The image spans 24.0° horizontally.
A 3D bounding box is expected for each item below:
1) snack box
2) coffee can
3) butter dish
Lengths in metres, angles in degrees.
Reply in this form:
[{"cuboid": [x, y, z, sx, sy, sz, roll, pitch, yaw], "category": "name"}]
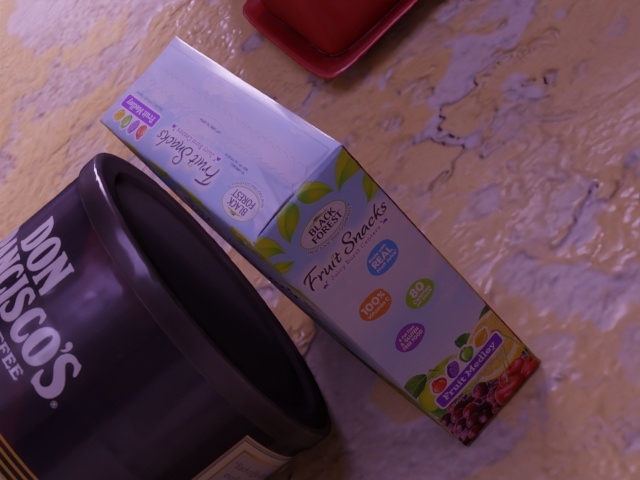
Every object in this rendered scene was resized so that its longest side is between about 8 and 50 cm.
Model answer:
[{"cuboid": [0.000, 0.000, 0.807, 0.070, 0.207, 0.174, -48, 40, -4], "category": "snack box"}, {"cuboid": [-0.161, 0.114, 0.849, 0.275, 0.201, 0.201, -39, 40, 6], "category": "coffee can"}, {"cuboid": [0.004, -0.217, 1.057, 0.160, 0.118, 0.160, -45, 40, 0], "category": "butter dish"}]
